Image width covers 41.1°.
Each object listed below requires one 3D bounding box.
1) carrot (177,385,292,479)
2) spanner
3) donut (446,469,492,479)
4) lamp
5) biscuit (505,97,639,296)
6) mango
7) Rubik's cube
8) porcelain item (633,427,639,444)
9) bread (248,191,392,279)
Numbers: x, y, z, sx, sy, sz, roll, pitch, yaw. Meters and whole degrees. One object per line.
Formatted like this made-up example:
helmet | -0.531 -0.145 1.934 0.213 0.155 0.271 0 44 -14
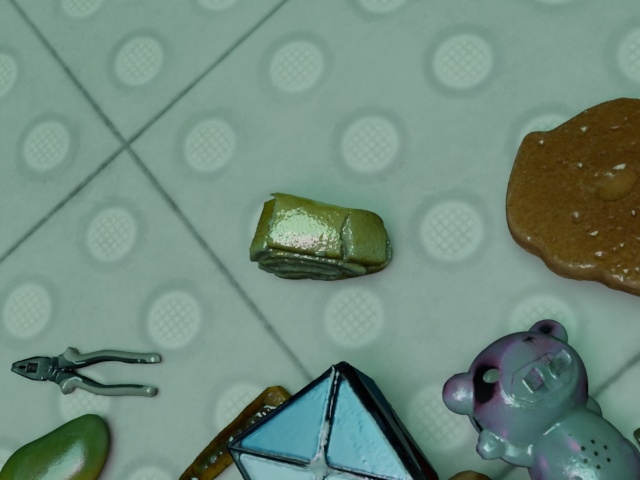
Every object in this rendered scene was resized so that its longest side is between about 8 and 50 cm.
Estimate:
carrot | -0.174 0.386 1.568 0.314 0.066 0.066 -45 68 5
spanner | -0.469 0.261 1.697 0.325 0.040 0.095 1 75 16
donut | 0.203 0.507 1.279 0.150 0.299 0.317 19 77 39
lamp | 0.359 0.277 1.335 0.247 0.247 0.301 -28 67 -15
biscuit | 0.515 -0.069 1.420 0.350 0.078 0.455 -46 51 -13
mango | -0.503 0.440 1.627 0.251 0.114 0.156 -36 58 -8
Rubik's cube | 0.032 0.377 1.405 0.248 0.250 0.246 -37 69 2
porcelain item | 0.598 0.260 1.369 0.216 0.069 0.081 -34 74 11
bread | 0.000 0.000 1.550 0.257 0.186 0.124 5 73 10
